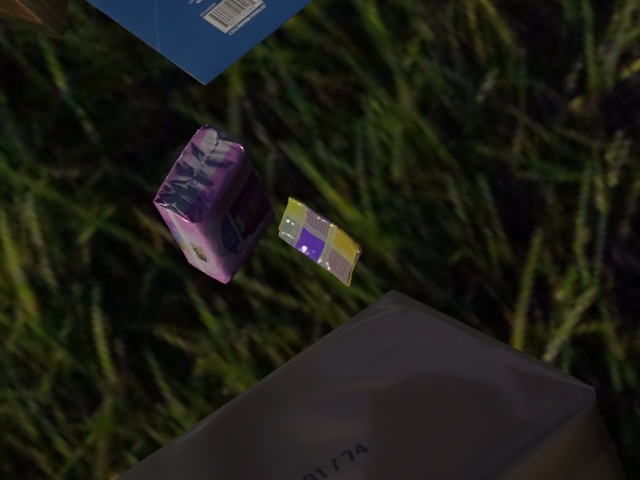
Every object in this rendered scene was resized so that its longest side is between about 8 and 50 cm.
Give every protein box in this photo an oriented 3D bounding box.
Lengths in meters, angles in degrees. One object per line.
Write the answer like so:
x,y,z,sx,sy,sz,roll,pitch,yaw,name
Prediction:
-0.097,-0.268,1.446,0.200,0.201,0.136,-33,31,42,protein box

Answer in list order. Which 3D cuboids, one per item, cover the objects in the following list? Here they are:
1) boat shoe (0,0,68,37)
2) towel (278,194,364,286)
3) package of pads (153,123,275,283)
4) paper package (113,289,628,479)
-0.302,-0.279,1.623,0.109,0.302,0.098,18,76,31,boat shoe
0.000,0.000,1.597,0.009,0.083,0.060,-44,-14,-35,towel
-0.052,-0.018,0.919,0.032,0.083,0.050,30,75,21,package of pads
0.029,0.216,1.340,0.324,0.168,0.309,-34,27,-17,paper package
